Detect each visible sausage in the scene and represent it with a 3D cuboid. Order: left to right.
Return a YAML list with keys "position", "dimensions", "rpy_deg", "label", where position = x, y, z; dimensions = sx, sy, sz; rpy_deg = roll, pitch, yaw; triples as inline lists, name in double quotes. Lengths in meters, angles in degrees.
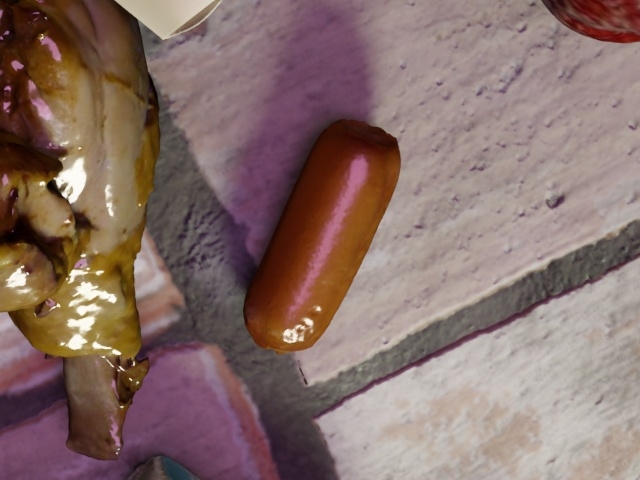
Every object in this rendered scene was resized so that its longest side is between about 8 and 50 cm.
- position: [0.000, 0.000, 1.414]
  dimensions: [0.076, 0.076, 0.197]
  rpy_deg: [21, 100, -16]
  label: "sausage"

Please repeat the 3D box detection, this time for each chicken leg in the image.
- position: [-0.209, -0.001, 1.285]
  dimensions: [0.182, 0.295, 0.409]
  rpy_deg: [-2, 117, 7]
  label: "chicken leg"

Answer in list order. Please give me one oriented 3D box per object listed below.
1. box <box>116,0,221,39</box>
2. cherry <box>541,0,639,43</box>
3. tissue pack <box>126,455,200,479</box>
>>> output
- position: [-0.104, -0.276, 1.257]
  dimensions: [0.168, 0.095, 0.212]
  rpy_deg: [38, 55, -16]
  label: "box"
- position: [0.234, -0.266, 1.316]
  dimensions: [0.203, 0.230, 0.300]
  rpy_deg: [-20, 91, 9]
  label: "cherry"
- position: [-0.085, 0.325, 1.443]
  dimensions: [0.271, 0.124, 0.201]
  rpy_deg: [39, 95, -13]
  label: "tissue pack"
